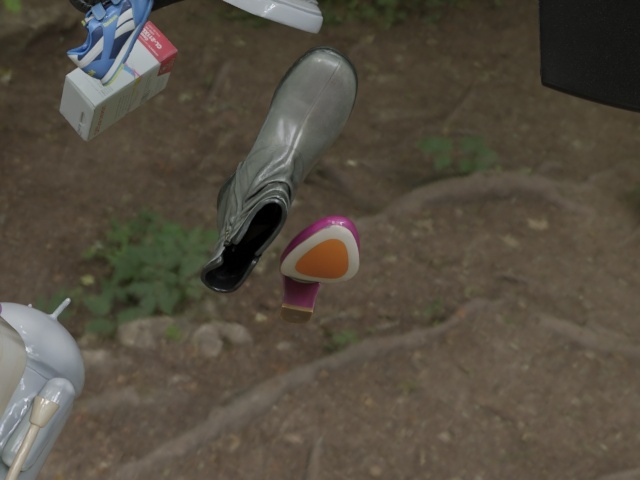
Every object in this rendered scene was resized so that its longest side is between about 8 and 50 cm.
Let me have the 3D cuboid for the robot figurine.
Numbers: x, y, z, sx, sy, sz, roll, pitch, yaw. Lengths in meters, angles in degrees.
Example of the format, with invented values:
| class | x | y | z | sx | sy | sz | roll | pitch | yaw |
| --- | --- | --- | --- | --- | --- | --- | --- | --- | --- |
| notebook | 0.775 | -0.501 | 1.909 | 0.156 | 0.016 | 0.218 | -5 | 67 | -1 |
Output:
| class | x | y | z | sx | sy | sz | roll | pitch | yaw |
| --- | --- | --- | --- | --- | --- | --- | --- | --- | --- |
| robot figurine | -0.447 | 0.231 | 1.380 | 0.200 | 0.300 | 0.353 | 48 | 56 | -40 |

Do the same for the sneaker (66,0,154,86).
| class | x | y | z | sx | sy | sz | roll | pitch | yaw |
| --- | --- | --- | --- | --- | --- | --- | --- | --- | --- |
| sneaker | -0.220 | -0.239 | 1.110 | 0.059 | 0.144 | 0.053 | 27 | 11 | -19 |

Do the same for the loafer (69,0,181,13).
| class | x | y | z | sx | sy | sz | roll | pitch | yaw |
| --- | --- | --- | --- | --- | --- | --- | --- | --- | --- |
| loafer | -0.216 | -0.330 | 1.324 | 0.220 | 0.080 | 0.078 | -10 | 13 | -11 |

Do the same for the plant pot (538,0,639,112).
| class | x | y | z | sx | sy | sz | roll | pitch | yaw |
| --- | --- | --- | --- | --- | --- | --- | --- | --- | --- |
| plant pot | 0.313 | -0.246 | 1.070 | 0.167 | 0.188 | 0.187 | 1 | 38 | 15 |

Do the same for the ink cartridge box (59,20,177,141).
| class | x | y | z | sx | sy | sz | roll | pitch | yaw |
| --- | --- | --- | --- | --- | --- | --- | --- | --- | --- |
| ink cartridge box | -0.324 | -0.254 | 1.650 | 0.175 | 0.127 | 0.072 | -41 | 87 | -27 |

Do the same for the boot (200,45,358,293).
| class | x | y | z | sx | sy | sz | roll | pitch | yaw |
| --- | --- | --- | --- | --- | --- | --- | --- | --- | --- |
| boot | -0.037 | -0.065 | 1.043 | 0.083 | 0.246 | 0.161 | 27 | 26 | -14 |

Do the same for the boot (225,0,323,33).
| class | x | y | z | sx | sy | sz | roll | pitch | yaw |
| --- | --- | --- | --- | --- | --- | --- | --- | --- | --- |
| boot | -0.091 | -0.314 | 1.074 | 0.258 | 0.123 | 0.095 | 19 | 12 | -29 |

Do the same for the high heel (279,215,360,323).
| class | x | y | z | sx | sy | sz | roll | pitch | yaw |
| --- | --- | --- | --- | --- | --- | --- | --- | --- | --- |
| high heel | 0.000 | 0.000 | 1.147 | 0.082 | 0.244 | 0.117 | 10 | 63 | -3 |

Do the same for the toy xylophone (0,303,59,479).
| class | x | y | z | sx | sy | sz | roll | pitch | yaw |
| --- | --- | --- | --- | --- | --- | --- | --- | --- | --- |
| toy xylophone | -0.379 | 0.205 | 0.996 | 0.081 | 0.236 | 0.322 | 18 | 67 | 23 |
